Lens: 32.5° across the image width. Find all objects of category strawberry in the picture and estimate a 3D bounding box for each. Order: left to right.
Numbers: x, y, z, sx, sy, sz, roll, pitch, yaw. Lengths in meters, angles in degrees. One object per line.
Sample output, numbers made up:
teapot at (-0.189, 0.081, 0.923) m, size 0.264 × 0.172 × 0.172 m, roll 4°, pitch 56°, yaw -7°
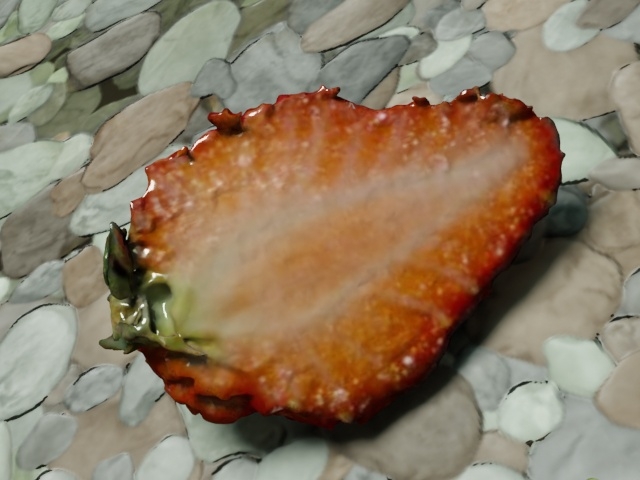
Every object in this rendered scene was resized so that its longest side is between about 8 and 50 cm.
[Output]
strawberry at (0.001, 0.007, 0.584) m, size 0.236 × 0.175 × 0.107 m, roll -1°, pitch 5°, yaw -15°

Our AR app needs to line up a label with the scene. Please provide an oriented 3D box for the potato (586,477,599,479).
potato at (0.113, 0.180, 0.411) m, size 0.149 × 0.081 × 0.120 m, roll -52°, pitch 13°, yaw 1°
